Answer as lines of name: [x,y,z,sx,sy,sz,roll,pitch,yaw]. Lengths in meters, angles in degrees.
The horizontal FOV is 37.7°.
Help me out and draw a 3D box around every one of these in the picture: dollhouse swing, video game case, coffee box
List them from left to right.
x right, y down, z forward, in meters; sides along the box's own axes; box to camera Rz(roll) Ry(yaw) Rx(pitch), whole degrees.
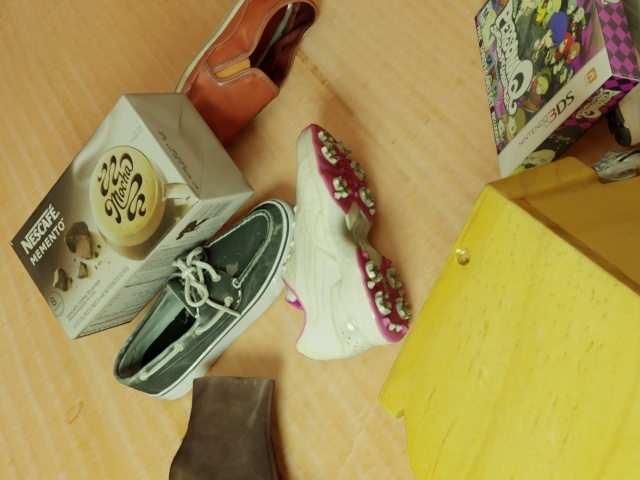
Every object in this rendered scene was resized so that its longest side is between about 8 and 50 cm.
coffee box: [-0.248,-0.029,1.203,0.297,0.119,0.168,-43,75,30]
video game case: [0.243,-0.209,1.004,0.210,0.042,0.232,129,142,-58]
dollhouse swing: [0.302,0.122,0.763,0.347,0.305,0.315,43,118,40]

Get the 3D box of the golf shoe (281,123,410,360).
golf shoe: [0.000,0.000,1.108,0.140,0.115,0.306,-30,55,24]

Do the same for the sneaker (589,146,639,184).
sneaker: [0.302,-0.074,0.991,0.083,0.032,0.037,-12,50,24]

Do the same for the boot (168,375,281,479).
boot: [-0.076,0.257,1.057,0.248,0.090,0.206,-2,71,37]

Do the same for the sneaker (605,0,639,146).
sneaker: [0.340,-0.226,0.997,0.108,0.100,0.271,-11,65,11]

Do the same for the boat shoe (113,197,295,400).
boat shoe: [-0.147,0.065,1.178,0.306,0.105,0.113,-47,52,8]

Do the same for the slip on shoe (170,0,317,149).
slip on shoe: [-0.112,-0.212,1.274,0.101,0.123,0.331,25,80,34]
